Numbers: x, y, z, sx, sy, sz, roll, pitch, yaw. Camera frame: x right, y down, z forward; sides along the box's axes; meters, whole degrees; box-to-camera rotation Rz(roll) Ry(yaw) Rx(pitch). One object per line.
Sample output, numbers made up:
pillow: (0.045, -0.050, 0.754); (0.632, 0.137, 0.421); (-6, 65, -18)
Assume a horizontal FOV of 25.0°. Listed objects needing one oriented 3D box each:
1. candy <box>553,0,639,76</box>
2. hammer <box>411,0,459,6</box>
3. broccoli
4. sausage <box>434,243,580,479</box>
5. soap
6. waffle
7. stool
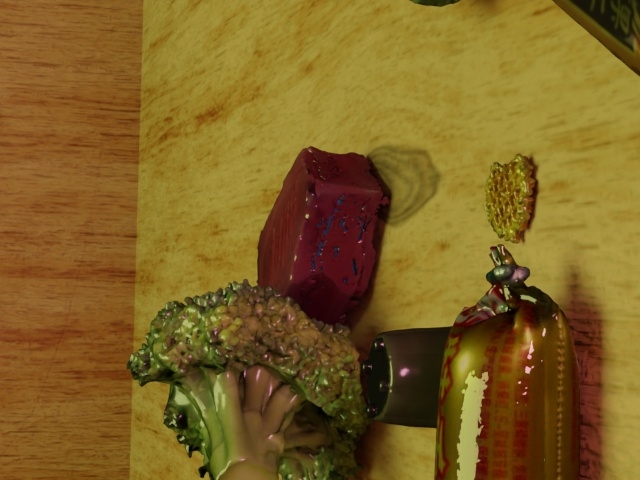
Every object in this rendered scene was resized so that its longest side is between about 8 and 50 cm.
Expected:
candy: (0.223, -0.176, 0.973); (0.271, 0.101, 0.143); (-118, 28, -48)
hammer: (0.121, -0.394, 1.320); (0.206, 0.119, 0.335); (-122, 44, -57)
broccoli: (-0.067, 0.170, 1.580); (0.235, 0.288, 0.260); (-69, 16, 0)
sausage: (0.146, 0.161, 1.131); (0.125, 0.117, 0.317); (168, 103, -78)
soap: (0.000, 0.000, 1.660); (0.250, 0.099, 0.162); (118, 156, -54)
waffle: (0.165, -0.039, 1.267); (0.085, 0.016, 0.078); (-154, 68, -72)
stool: (0.097, 0.124, 1.305); (0.096, 0.110, 0.096); (-178, 90, -76)
